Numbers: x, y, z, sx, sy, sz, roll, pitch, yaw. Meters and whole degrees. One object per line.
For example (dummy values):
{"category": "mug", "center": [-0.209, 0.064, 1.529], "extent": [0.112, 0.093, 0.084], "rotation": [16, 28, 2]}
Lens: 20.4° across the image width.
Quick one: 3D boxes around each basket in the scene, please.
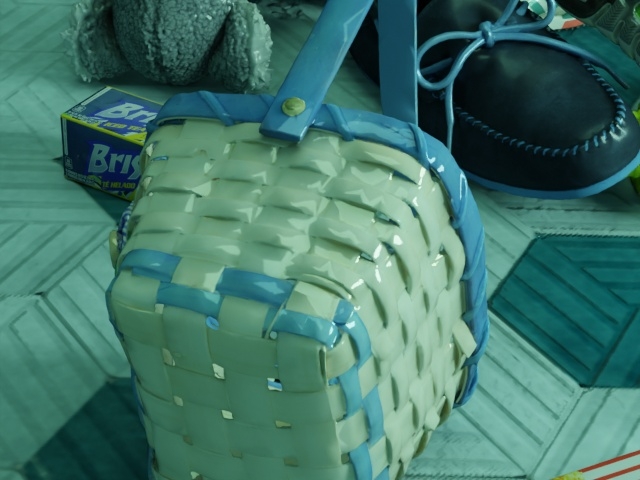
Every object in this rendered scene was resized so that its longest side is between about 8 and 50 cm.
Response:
{"category": "basket", "center": [0.000, 0.000, 1.010], "extent": [0.201, 0.254, 0.289], "rotation": [14, 46, 21]}

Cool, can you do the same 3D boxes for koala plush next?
{"category": "koala plush", "center": [-0.111, -0.226, 1.401], "extent": [0.196, 0.221, 0.203], "rotation": [10, 2, 8]}

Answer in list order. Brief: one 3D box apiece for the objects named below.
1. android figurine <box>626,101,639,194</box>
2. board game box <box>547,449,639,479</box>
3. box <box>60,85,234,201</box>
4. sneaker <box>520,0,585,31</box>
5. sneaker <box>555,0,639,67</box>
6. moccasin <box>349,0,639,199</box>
{"category": "android figurine", "center": [0.344, -0.067, 1.312], "extent": [0.273, 0.056, 0.248], "rotation": [2, 33, -3]}
{"category": "board game box", "center": [0.196, 0.173, 0.943], "extent": [0.193, 0.045, 0.147], "rotation": [-14, 37, -24]}
{"category": "box", "center": [-0.103, -0.056, 1.270], "extent": [0.169, 0.054, 0.059], "rotation": [19, 37, 25]}
{"category": "sneaker", "center": [0.168, -0.209, 1.497], "extent": [0.161, 0.075, 0.057], "rotation": [-19, 38, -29]}
{"category": "sneaker", "center": [0.275, -0.143, 1.303], "extent": [0.228, 0.086, 0.132], "rotation": [49, 19, 25]}
{"category": "moccasin", "center": [0.101, -0.139, 1.332], "extent": [0.138, 0.117, 0.342], "rotation": [-35, 41, -19]}
